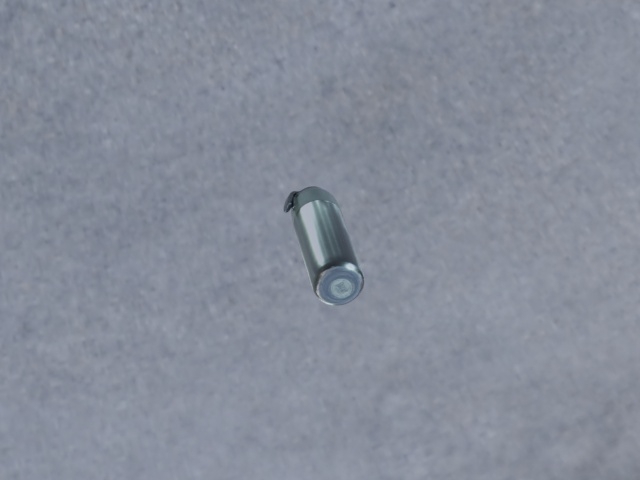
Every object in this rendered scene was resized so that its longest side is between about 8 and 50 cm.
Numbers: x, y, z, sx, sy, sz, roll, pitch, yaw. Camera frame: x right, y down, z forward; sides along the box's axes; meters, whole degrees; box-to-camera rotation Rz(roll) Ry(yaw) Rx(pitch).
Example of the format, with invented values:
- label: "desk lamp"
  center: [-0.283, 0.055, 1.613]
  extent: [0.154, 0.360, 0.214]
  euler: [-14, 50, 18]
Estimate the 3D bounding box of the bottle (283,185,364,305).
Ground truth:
- label: "bottle"
  center: [0.000, 0.000, 1.832]
  extent: [0.096, 0.253, 0.079]
  euler: [17, 117, -20]
